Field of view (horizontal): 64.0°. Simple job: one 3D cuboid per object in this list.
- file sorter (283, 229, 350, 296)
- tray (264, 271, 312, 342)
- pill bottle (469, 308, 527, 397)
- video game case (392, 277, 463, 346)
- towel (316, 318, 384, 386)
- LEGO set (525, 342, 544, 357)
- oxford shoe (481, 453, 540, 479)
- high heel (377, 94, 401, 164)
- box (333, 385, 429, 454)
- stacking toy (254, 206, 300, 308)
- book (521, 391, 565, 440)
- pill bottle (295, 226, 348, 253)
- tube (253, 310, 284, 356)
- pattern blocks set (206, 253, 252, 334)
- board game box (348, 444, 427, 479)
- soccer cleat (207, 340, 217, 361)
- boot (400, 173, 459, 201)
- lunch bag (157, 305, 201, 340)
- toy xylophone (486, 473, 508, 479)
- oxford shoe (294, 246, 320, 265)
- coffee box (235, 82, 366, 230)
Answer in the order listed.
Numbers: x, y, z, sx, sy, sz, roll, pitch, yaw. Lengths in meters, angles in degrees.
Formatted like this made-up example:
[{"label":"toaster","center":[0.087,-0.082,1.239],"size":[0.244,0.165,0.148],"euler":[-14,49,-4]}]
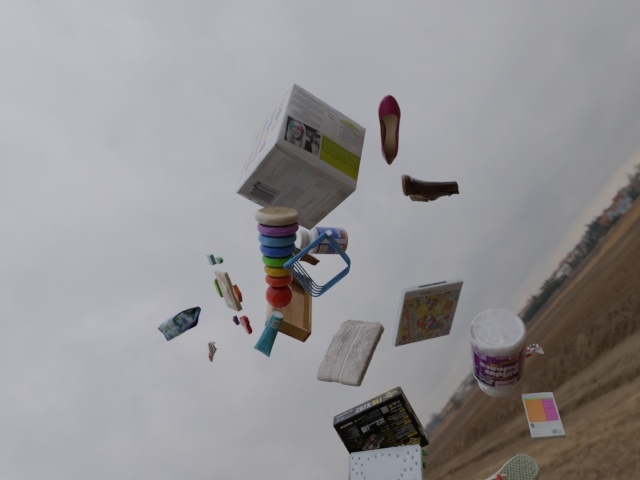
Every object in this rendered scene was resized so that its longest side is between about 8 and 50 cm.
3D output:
[{"label":"file sorter","center":[0.002,0.053,1.183],"size":[0.118,0.104,0.170],"euler":[-40,-1,5]},{"label":"tray","center":[-0.145,0.286,2.432],"size":[0.076,0.203,0.410],"euler":[-55,18,26]},{"label":"pill bottle","center":[0.572,0.375,1.657],"size":[0.169,0.169,0.301],"euler":[-39,-45,-24]},{"label":"video game case","center":[0.335,0.228,1.612],"size":[0.207,0.026,0.226],"euler":[-8,-55,-18]},{"label":"towel","center":[0.117,0.419,1.946],"size":[0.049,0.187,0.282],"euler":[59,-136,-35]},{"label":"LEGO set","center":[0.804,0.491,2.145],"size":[0.183,0.060,0.244],"euler":[-2,-36,-16]},{"label":"oxford shoe","center":[0.702,1.036,2.067],"size":[0.450,0.169,0.130],"euler":[-26,-47,-18]},{"label":"high heel","center":[0.241,-0.386,1.802],"size":[0.244,0.082,0.117],"euler":[89,-177,-52]},{"label":"box","center":[0.249,0.791,2.136],"size":[0.322,0.257,0.079],"euler":[-29,8,9]},{"label":"stacking toy","center":[-0.135,0.064,1.633],"size":[0.141,0.141,0.329],"euler":[-21,-63,-50]},{"label":"book","center":[0.699,0.550,1.610],"size":[0.144,0.097,0.035],"euler":[-84,-24,-47]},{"label":"pill bottle","center":[0.000,0.000,2.787],"size":[0.272,0.152,0.152],"euler":[2,-48,-23]},{"label":"tube","center":[-0.217,0.399,2.187],"size":[0.207,0.080,0.052],"euler":[-65,-14,19]},{"label":"pattern blocks set","center":[-0.375,0.208,2.094],"size":[0.026,0.285,0.324],"euler":[-25,-68,-26]},{"label":"board game box","center":[0.238,0.954,1.827],"size":[0.050,0.389,0.390],"euler":[23,-36,-29]},{"label":"soccer cleat","center":[-0.426,0.440,2.026],"size":[0.029,0.036,0.083],"euler":[-32,-60,-88]},{"label":"boot","center":[0.444,-0.225,2.072],"size":[0.248,0.207,0.090],"euler":[29,-125,-63]},{"label":"lunch bag","center":[-0.592,0.346,2.186],"size":[0.129,0.096,0.151],"euler":[-29,10,34]},{"label":"toy xylophone","center":[0.595,0.933,1.654],"size":[0.081,0.236,0.322],"euler":[-16,24,19]},{"label":"oxford shoe","center":[-0.105,0.052,1.779],"size":[0.076,0.213,0.075],"euler":[29,-99,-80]},{"label":"coffee box","center":[-0.071,-0.307,1.944],"size":[0.338,0.338,0.334],"euler":[-38,32,47]}]
